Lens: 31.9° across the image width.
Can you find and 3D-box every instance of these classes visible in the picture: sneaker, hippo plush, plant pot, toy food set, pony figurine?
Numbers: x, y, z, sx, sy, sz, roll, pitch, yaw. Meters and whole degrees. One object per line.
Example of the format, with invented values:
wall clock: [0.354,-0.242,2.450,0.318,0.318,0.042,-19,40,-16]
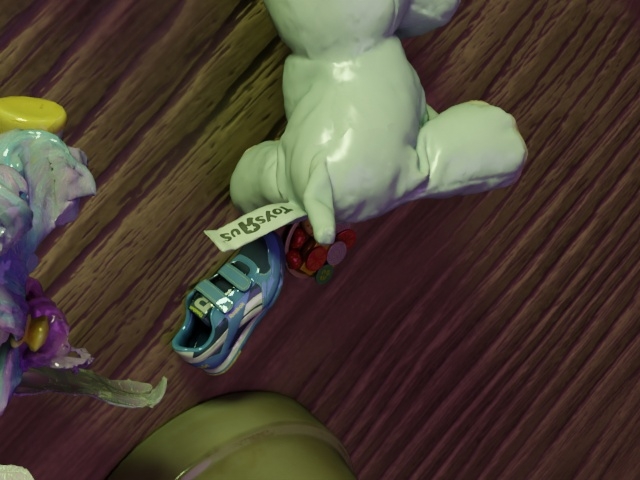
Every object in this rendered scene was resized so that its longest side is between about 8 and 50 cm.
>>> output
sneaker: [-0.081,0.052,0.992,0.059,0.053,0.144,25,94,-47]
hippo plush: [0.004,-0.136,0.889,0.294,0.234,0.237,-17,99,-44]
plant pot: [-0.032,0.348,1.052,0.323,0.280,0.323,-25,131,-33]
toy food set: [0.000,0.000,1.064,0.082,0.020,0.083,31,90,-50]
pony figurine: [-0.258,0.086,0.713,0.350,0.303,0.364,8,115,-13]
